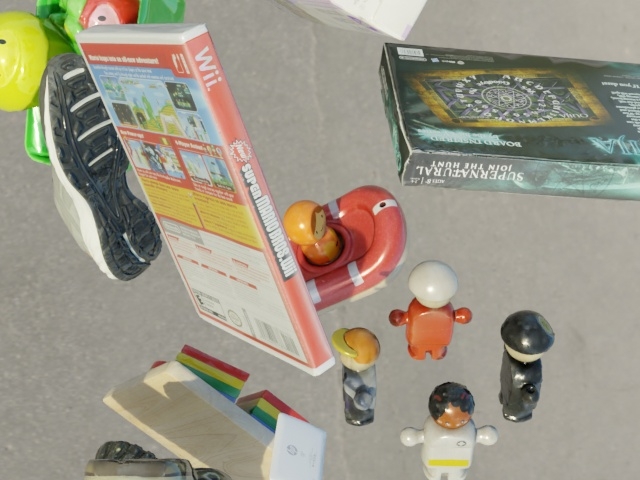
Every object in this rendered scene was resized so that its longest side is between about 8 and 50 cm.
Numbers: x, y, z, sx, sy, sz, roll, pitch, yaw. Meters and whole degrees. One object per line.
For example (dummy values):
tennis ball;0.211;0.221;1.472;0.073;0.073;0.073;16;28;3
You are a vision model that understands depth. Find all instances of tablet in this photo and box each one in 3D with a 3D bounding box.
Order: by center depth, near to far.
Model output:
tablet;-0.021;0.206;0.952;0.054;0.006;0.083;25;36;-14

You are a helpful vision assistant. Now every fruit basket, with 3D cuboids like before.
fruit basket;-0.437;-0.299;1.685;0.392;0.283;0.392;-32;130;-48

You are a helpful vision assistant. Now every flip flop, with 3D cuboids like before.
flip flop;-0.141;0.246;0.890;0.277;0.112;0.080;81;3;-70

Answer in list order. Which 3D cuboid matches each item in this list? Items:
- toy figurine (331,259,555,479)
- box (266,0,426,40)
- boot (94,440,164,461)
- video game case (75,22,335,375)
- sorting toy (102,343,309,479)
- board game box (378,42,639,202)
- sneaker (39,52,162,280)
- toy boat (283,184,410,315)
toy figurine;0.136;0.142;1.124;0.210;0.213;0.148;-32;140;-32
box;0.009;-0.215;0.819;0.063;0.324;0.067;25;97;-19
boot;-0.306;0.343;1.157;0.348;0.131;0.260;36;65;-27
video game case;-0.095;-0.037;0.797;0.025;0.204;0.285;-32;116;-25
sorting toy;-0.167;0.263;1.514;0.255;0.257;0.089;40;56;-16
board game box;0.132;-0.069;0.572;0.126;0.186;0.026;-94;-171;-52
sneaker;-0.260;-0.078;1.083;0.100;0.108;0.271;-37;136;-35
toy boat;0.000;0.000;1.312;0.151;0.231;0.151;56;13;-51
